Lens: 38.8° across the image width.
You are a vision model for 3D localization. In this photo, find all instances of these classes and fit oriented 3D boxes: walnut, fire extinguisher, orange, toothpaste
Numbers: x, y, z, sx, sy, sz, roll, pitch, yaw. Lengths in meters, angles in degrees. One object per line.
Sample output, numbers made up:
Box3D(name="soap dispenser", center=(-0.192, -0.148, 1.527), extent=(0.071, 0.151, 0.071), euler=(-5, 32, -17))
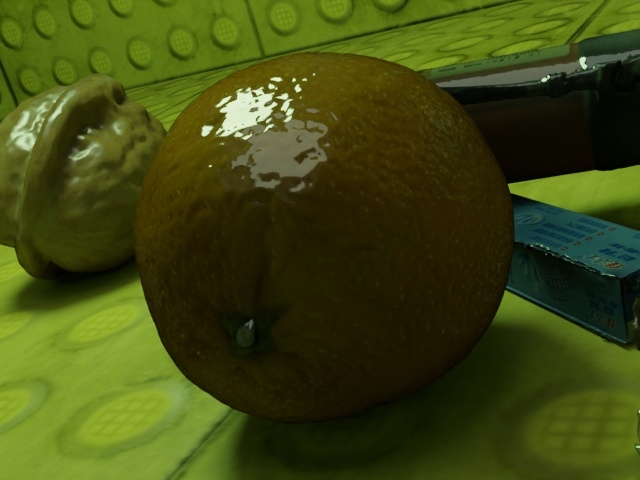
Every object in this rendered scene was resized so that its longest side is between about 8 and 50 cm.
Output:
Box3D(name="walnut", center=(-0.289, -0.071, 1.085), extent=(0.225, 0.257, 0.257), euler=(19, 25, 4))
Box3D(name="fire extinguisher", center=(0.093, -0.111, 0.780), extent=(0.376, 0.200, 0.113), euler=(-9, 57, 21))
Box3D(name="orange", center=(0.000, 0.000, 0.605), extent=(0.264, 0.264, 0.264), euler=(-15, 19, 5))
Box3D(name="toothpaste", center=(0.171, 0.009, 0.709), extent=(0.066, 0.053, 0.272), euler=(-18, 18, -16))

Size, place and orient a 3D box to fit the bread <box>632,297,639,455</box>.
Box3D(name="bread", center=(0.287, -0.054, 0.349), extent=(0.242, 0.404, 0.346), euler=(-5, -5, -38))
